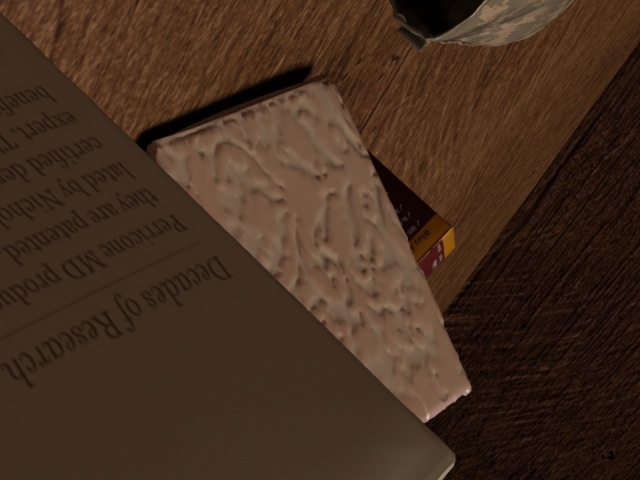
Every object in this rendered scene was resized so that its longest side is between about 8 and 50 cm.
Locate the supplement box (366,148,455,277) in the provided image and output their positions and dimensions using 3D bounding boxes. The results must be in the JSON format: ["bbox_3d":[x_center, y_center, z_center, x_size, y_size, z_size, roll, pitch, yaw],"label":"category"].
[{"bbox_3d":[0.000,0.000,1.828,0.191,0.194,0.129,-46,170,-3],"label":"supplement box"}]

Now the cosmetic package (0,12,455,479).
[{"bbox_3d":[-0.236,0.109,0.745,0.329,0.394,0.327,-52,169,30],"label":"cosmetic package"}]

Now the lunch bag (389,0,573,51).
[{"bbox_3d":[0.167,-0.285,1.512,0.287,0.169,0.235,-54,168,15],"label":"lunch bag"}]

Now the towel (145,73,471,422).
[{"bbox_3d":[-0.010,0.034,1.613,0.053,0.332,0.317,-22,-177,34],"label":"towel"}]
